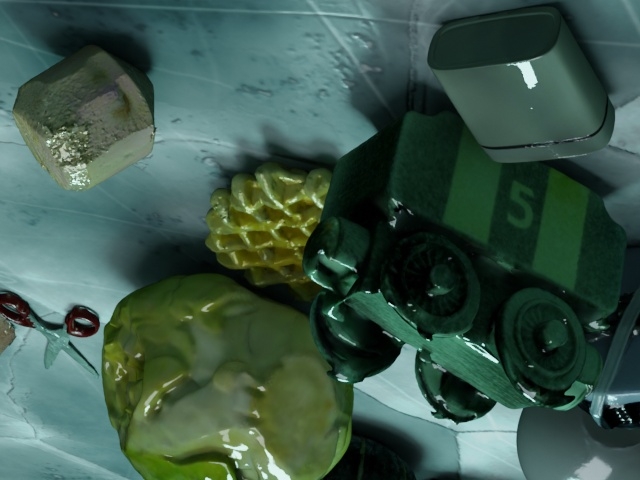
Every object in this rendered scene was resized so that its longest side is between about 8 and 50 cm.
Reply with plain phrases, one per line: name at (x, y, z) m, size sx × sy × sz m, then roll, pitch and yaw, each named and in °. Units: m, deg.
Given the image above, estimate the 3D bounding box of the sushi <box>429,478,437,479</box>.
sushi at (0.208, 0.510, 2.044) m, size 0.215 × 0.227 × 0.212 m, roll 36°, pitch 149°, yaw -8°

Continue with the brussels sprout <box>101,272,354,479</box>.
brussels sprout at (-0.112, 0.186, 1.585) m, size 0.344 × 0.268 × 0.344 m, roll 23°, pitch 164°, yaw 7°

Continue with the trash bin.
trash bin at (0.165, -0.125, 1.113) m, size 0.116 × 0.059 × 0.130 m, roll -6°, pitch 146°, yaw 31°

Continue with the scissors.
scissors at (-0.363, 0.140, 1.888) m, size 0.144 × 0.017 × 0.248 m, roll 11°, pitch 154°, yaw 5°

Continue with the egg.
egg at (0.317, 0.235, 1.593) m, size 0.176 × 0.176 × 0.232 m, roll 11°, pitch 160°, yaw 4°

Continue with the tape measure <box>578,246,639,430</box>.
tape measure at (0.309, 0.095, 1.330) m, size 0.181 × 0.182 × 0.107 m, roll -13°, pitch 141°, yaw 22°

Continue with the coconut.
coconut at (-0.205, -0.114, 1.239) m, size 0.116 × 0.122 × 0.116 m, roll 45°, pitch 159°, yaw 22°

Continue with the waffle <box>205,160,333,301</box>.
waffle at (0.001, -0.002, 1.420) m, size 0.250 × 0.056 × 0.261 m, roll 19°, pitch 154°, yaw -10°

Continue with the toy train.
toy train at (0.126, 0.029, 1.222) m, size 0.299 × 0.238 × 0.167 m, roll 28°, pitch 150°, yaw -22°

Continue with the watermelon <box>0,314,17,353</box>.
watermelon at (-0.479, 0.109, 1.854) m, size 0.101 × 0.080 × 0.155 m, roll 42°, pitch 165°, yaw 24°

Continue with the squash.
squash at (0.023, 0.378, 1.999) m, size 0.252 × 0.165 × 0.252 m, roll 13°, pitch 152°, yaw 7°
